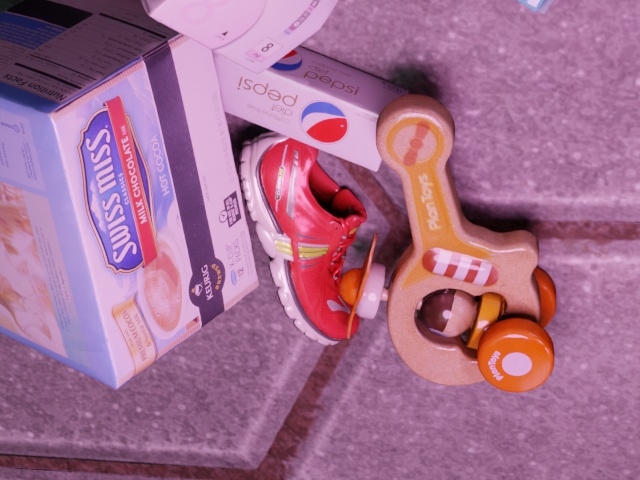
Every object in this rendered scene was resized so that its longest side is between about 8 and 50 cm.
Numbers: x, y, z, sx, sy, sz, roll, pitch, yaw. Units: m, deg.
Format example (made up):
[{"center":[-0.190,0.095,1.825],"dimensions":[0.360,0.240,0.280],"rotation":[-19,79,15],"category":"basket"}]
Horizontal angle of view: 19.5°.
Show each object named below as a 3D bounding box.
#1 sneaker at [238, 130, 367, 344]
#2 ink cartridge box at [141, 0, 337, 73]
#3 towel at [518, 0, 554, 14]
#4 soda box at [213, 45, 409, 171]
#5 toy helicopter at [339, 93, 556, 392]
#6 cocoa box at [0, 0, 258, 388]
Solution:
[{"center":[0.000,0.000,2.070],"dimensions":[0.118,0.107,0.279],"rotation":[-13,122,15],"category":"sneaker"},{"center":[-0.036,-0.272,1.817],"dimensions":[0.232,0.066,0.189],"rotation":[-32,150,23],"category":"ink cartridge box"},{"center":[0.212,-0.383,1.706],"dimensions":[0.271,0.040,0.370],"rotation":[24,131,-25],"category":"towel"},{"center":[-0.020,-0.156,1.983],"dimensions":[0.216,0.069,0.074],"rotation":[22,129,4],"category":"soda box"},{"center":[0.113,0.006,1.985],"dimensions":[0.235,0.140,0.355],"rotation":[-8,121,14],"category":"toy helicopter"},{"center":[-0.246,-0.064,1.984],"dimensions":[0.231,0.228,0.347],"rotation":[20,133,37],"category":"cocoa box"}]
